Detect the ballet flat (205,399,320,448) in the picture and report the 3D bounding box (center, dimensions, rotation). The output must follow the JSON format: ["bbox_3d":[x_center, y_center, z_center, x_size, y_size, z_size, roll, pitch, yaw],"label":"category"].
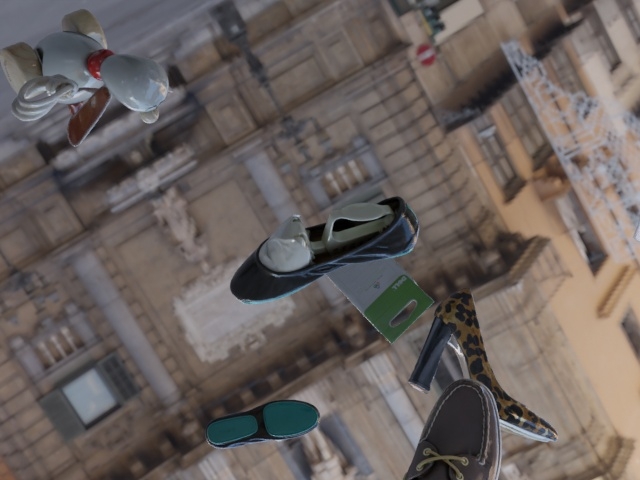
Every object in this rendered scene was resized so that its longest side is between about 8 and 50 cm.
[{"bbox_3d":[-0.100,0.323,1.655,0.203,0.074,0.074,-11,-169,-1],"label":"ballet flat"}]

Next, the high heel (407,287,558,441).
[{"bbox_3d":[0.289,0.199,1.515,0.186,0.261,0.093,-64,-179,-15],"label":"high heel"}]

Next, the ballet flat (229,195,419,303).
[{"bbox_3d":[0.000,0.000,1.314,0.280,0.096,0.095,-20,-134,-7],"label":"ballet flat"}]

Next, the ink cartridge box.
[{"bbox_3d":[0.107,0.087,1.698,0.109,0.209,0.062,-44,149,-1],"label":"ink cartridge box"}]

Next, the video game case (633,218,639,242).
[{"bbox_3d":[0.507,-0.093,1.317,0.173,0.022,0.190,-49,159,-8],"label":"video game case"}]

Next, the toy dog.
[{"bbox_3d":[-0.333,-0.216,1.385,0.220,0.161,0.334,-23,-144,-10],"label":"toy dog"}]

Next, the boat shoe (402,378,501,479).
[{"bbox_3d":[0.160,0.331,1.242,0.116,0.097,0.324,13,-107,21],"label":"boat shoe"}]
